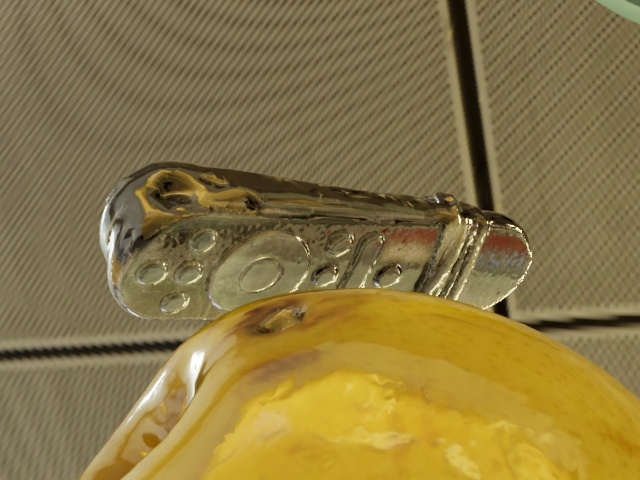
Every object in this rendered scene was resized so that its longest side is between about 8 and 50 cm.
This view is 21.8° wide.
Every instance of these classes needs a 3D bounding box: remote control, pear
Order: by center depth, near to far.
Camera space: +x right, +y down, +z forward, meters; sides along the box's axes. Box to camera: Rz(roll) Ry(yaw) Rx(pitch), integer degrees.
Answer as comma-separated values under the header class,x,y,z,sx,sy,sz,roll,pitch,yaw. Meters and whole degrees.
class,x,y,z,sx,sy,sz,roll,pitch,yaw
pear,0.027,0.150,0.642,0.281,0.280,0.280,5,-60,9
remote control,0.000,0.000,0.917,0.266,0.066,0.090,3,-45,-33

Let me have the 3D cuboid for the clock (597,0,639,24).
class,x,y,z,sx,sy,sz,roll,pitch,yaw
clock,0.202,-0.214,1.096,0.066,0.159,0.211,-53,-47,-3
